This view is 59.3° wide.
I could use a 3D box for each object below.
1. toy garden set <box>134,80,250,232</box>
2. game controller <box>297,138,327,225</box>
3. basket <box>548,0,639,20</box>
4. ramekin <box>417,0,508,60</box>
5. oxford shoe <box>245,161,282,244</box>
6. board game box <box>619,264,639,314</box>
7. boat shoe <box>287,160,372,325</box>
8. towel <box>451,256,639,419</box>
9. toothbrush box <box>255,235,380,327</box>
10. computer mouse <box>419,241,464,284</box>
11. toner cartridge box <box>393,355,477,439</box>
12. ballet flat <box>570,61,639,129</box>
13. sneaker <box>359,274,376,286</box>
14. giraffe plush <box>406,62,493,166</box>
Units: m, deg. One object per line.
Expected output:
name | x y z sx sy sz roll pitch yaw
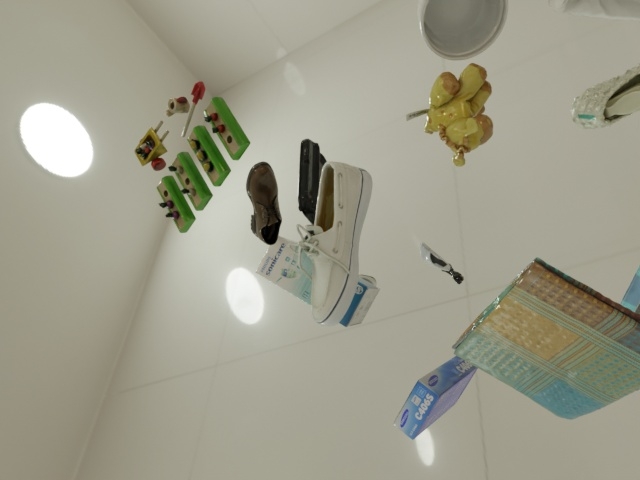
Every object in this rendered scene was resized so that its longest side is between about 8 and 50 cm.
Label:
toy garden set | -0.249 -0.165 1.008 0.049 0.244 0.204 -8 -121 -49
game controller | -0.020 -0.184 1.836 0.166 0.067 0.319 61 -156 -48
basket | 0.599 -0.609 1.006 0.331 0.328 0.267 -1 -117 -16
ramekin | 0.329 -0.550 1.345 0.207 0.207 0.109 50 -162 -33
oxford shoe | -0.128 -0.088 1.393 0.096 0.082 0.227 47 149 46
board game box | 0.797 0.139 1.112 0.079 0.336 0.254 -51 -31 -23
boat shoe | 0.005 -0.001 1.234 0.156 0.135 0.367 16 -95 -32
towel | 0.405 0.187 0.968 0.271 0.370 0.040 31 -120 11
toothbrush box | -0.001 0.113 1.577 0.295 0.126 0.216 30 -178 15
computer mouse | 0.350 0.067 1.679 0.193 0.042 0.106 35 -169 -34
toner cartridge box | 0.356 0.458 1.691 0.075 0.165 0.347 34 -160 27
ballet flat | 0.887 -0.409 1.526 0.147 0.408 0.147 61 178 4
sneaker | 0.061 0.164 1.775 0.086 0.228 0.132 101 177 -66
giraffe plush | 0.330 -0.280 1.314 0.181 0.210 0.171 48 -165 -53
